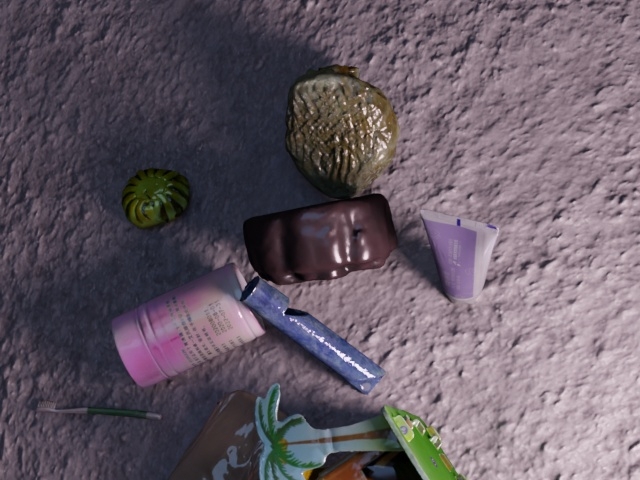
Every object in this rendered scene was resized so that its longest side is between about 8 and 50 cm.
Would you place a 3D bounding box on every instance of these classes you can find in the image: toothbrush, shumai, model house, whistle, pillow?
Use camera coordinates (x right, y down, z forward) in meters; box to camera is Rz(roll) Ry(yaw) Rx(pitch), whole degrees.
[{"bbox_3d":[-0.427,0.328,1.826,0.257,0.018,0.024,3,65,11],"label":"toothbrush"},{"bbox_3d":[0.055,-0.227,1.875,0.225,0.222,0.260,-17,101,23],"label":"shumai"},{"bbox_3d":[0.040,0.402,1.595,0.324,0.300,0.340,-36,68,6],"label":"model house"},{"bbox_3d":[-0.012,0.175,1.722,0.304,0.062,0.062,38,79,-15],"label":"whistle"},{"bbox_3d":[-0.168,0.407,1.729,0.173,0.067,0.270,28,77,23],"label":"pillow"}]

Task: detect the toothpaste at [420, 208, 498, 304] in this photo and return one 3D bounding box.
[{"bbox_3d":[0.241,0.031,1.627,0.125,0.371,0.080,15,75,15],"label":"toothpaste"}]

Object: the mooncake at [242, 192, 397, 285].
[{"bbox_3d":[0.000,0.000,1.740,0.283,0.283,0.141,-9,94,7],"label":"mooncake"}]

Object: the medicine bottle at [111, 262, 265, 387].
[{"bbox_3d":[-0.247,0.160,1.783,0.254,0.152,0.152,-24,69,1],"label":"medicine bottle"}]

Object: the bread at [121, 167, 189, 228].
[{"bbox_3d":[-0.337,-0.090,1.931,0.139,0.071,0.130,2,67,10],"label":"bread"}]
